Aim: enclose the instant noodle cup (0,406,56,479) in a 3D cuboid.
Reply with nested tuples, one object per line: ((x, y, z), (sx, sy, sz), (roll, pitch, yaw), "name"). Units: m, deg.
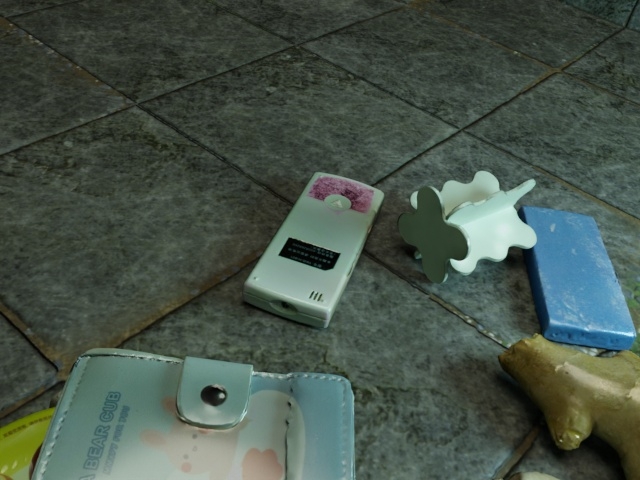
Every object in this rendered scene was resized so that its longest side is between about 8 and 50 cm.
((-0.192, 0.324, 0.602), (0.311, 0.221, 0.311), (6, 41, -5), "instant noodle cup")

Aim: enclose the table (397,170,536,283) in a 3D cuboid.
((0.259, -0.034, 1.168), (0.198, 0.166, 0.166), (-19, 48, -30), "table")

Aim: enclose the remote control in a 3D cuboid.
((0.000, 0.001, 1.155), (0.145, 0.050, 0.344), (18, 40, 10), "remote control")

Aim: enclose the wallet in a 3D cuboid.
((-0.097, 0.180, 0.566), (0.250, 0.075, 0.176), (7, 46, -3), "wallet")

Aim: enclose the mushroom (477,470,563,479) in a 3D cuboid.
((0.193, 0.335, 0.687), (0.254, 0.184, 0.255), (15, 27, -8), "mushroom")

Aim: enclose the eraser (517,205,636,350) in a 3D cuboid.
((0.428, 0.052, 1.188), (0.144, 0.043, 0.312), (9, 40, -2), "eraser")

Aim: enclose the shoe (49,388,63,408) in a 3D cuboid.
((-0.135, 0.229, 0.812), (0.342, 0.132, 0.210), (18, 29, 14), "shoe")

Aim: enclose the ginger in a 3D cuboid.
((0.424, 0.257, 0.924), (0.375, 0.166, 0.236), (3, 73, 21), "ginger")
